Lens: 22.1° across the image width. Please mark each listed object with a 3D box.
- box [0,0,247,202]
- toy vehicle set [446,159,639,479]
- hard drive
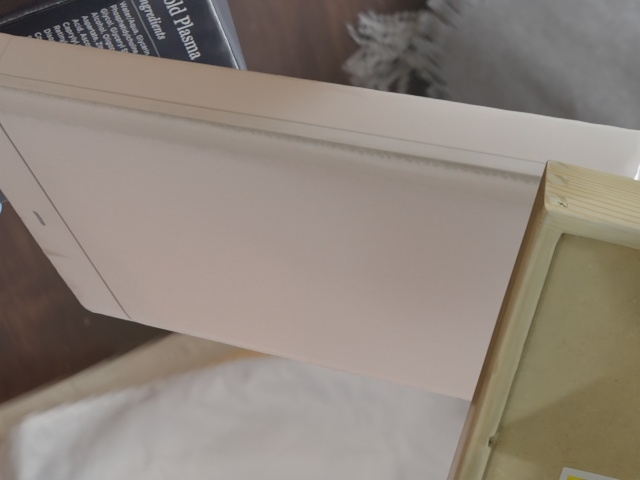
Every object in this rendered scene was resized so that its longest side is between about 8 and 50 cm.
[{"bbox_3d":[-0.243,-0.210,1.122,0.313,0.343,0.179,-19,148,4],"label":"box"},{"bbox_3d":[0.124,0.113,0.574,0.166,0.035,0.266,14,119,1],"label":"toy vehicle set"},{"bbox_3d":[0.000,0.000,0.836,0.233,0.353,0.047,67,40,-54],"label":"hard drive"}]
